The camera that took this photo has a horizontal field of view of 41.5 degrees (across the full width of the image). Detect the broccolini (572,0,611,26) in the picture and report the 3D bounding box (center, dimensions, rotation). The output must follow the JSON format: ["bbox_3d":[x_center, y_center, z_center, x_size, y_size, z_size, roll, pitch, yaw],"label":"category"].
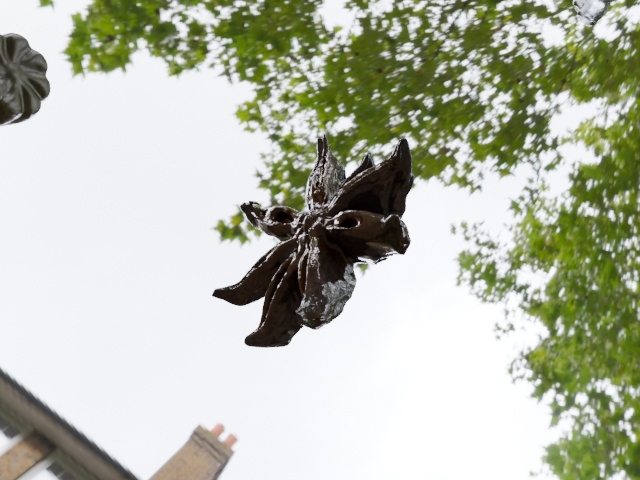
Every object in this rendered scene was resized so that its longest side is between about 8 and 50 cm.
[{"bbox_3d":[0.130,-0.121,0.376,0.071,0.254,0.058,9,-86,17],"label":"broccolini"}]

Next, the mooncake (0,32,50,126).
[{"bbox_3d":[-0.179,0.036,0.419,0.057,0.150,0.347,-30,-111,35],"label":"mooncake"}]

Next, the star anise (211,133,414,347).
[{"bbox_3d":[0.000,0.002,0.453,0.141,0.141,0.042,-32,-56,28],"label":"star anise"}]
